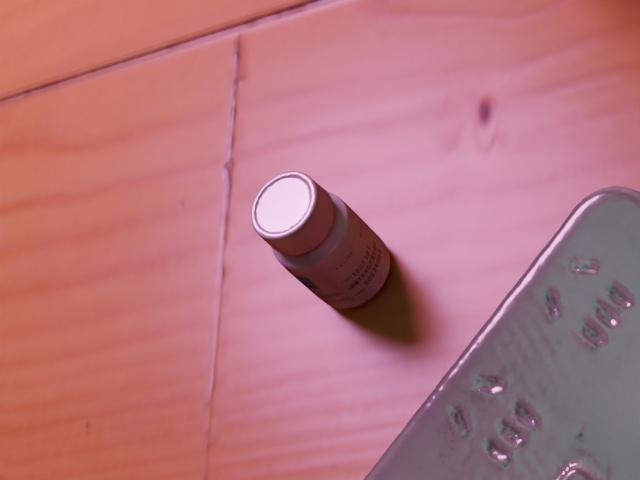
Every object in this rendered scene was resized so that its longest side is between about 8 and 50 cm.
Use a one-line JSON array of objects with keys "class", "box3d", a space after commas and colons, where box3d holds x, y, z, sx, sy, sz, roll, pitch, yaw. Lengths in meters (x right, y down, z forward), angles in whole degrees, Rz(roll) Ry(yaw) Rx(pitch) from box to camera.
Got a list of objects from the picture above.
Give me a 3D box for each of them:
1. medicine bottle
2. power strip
[{"class": "medicine bottle", "box3d": [0.000, 0.000, 0.929, 0.052, 0.089, 0.052, -16, 55, 24]}, {"class": "power strip", "box3d": [0.132, 0.124, 0.766, 0.193, 0.059, 0.265, 40, 95, 31]}]
